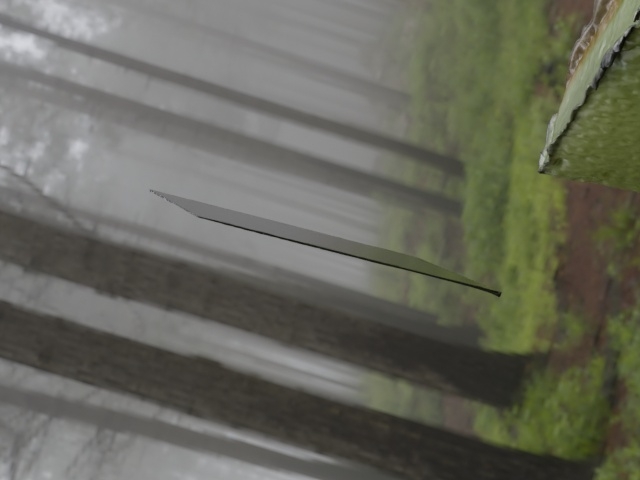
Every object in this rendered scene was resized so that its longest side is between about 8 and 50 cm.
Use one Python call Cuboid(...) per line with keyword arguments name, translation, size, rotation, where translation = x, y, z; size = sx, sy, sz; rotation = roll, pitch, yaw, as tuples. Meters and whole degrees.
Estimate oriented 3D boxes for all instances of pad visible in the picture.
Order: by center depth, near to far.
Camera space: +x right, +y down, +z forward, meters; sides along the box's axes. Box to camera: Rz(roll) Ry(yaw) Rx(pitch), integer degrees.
Cuboid(name="pad", translation=(0.000, 0.000, 0.999), size=(0.170, 0.245, 0.006), rotation=(-157, 82, -69))

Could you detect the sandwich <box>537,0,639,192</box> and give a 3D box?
Cuboid(name="sandwich", translation=(0.217, -0.071, 0.514), size=(0.245, 0.212, 0.063), rotation=(104, 177, -74))
